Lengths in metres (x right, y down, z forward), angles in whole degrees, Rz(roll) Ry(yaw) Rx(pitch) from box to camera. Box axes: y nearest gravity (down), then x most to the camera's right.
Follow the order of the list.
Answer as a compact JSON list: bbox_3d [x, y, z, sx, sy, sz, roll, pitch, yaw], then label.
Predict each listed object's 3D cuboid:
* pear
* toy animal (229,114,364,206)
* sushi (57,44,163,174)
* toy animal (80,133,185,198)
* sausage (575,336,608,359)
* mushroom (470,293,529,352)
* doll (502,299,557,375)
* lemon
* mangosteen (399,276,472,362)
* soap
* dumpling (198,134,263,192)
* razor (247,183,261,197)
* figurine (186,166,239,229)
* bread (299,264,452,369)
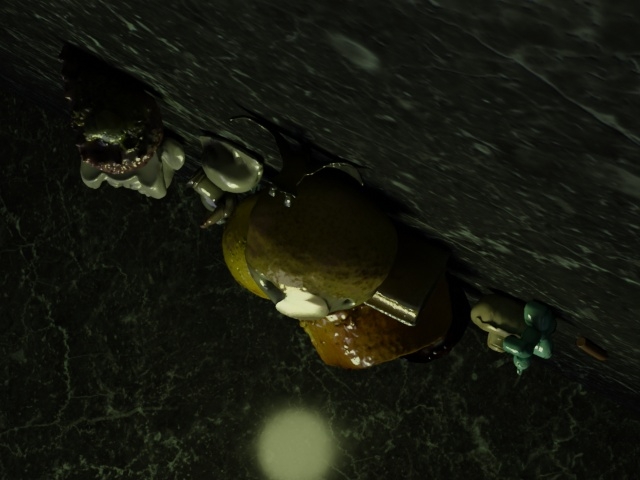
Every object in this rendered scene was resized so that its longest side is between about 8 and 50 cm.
[{"bbox_3d":[0.000,0.000,1.380,0.271,0.271,0.271,27,176,2],"label":"pear"},{"bbox_3d":[-0.048,-0.106,1.208,0.219,0.095,0.155,28,172,0],"label":"toy animal"},{"bbox_3d":[-0.378,-0.244,1.462,0.161,0.241,0.107,-10,-176,-3],"label":"sushi"},{"bbox_3d":[-0.451,-0.214,2.037,0.271,0.206,0.265,7,-175,12],"label":"toy animal"},{"bbox_3d":[0.624,0.250,1.823,0.116,0.026,0.026,30,176,-37],"label":"sausage"},{"bbox_3d":[0.405,0.186,1.771,0.154,0.123,0.154,20,177,1],"label":"mushroom"},{"bbox_3d":[0.438,0.196,1.627,0.059,0.159,0.159,22,152,35],"label":"doll"},{"bbox_3d":[-0.092,0.005,1.778,0.257,0.258,0.310,27,179,0],"label":"lemon"},{"bbox_3d":[0.229,0.174,2.010,0.287,0.233,0.287,16,-164,-5],"label":"mangosteen"},{"bbox_3d":[0.103,0.040,1.543,0.257,0.160,0.080,25,147,14],"label":"soap"},{"bbox_3d":[-0.195,-0.158,1.640,0.150,0.092,0.176,43,177,-17],"label":"dumpling"},{"bbox_3d":[-0.091,-0.072,2.148,0.231,0.106,0.068,19,179,-17],"label":"razor"},{"bbox_3d":[-0.217,-0.070,2.286,0.380,0.203,0.248,40,166,-14],"label":"figurine"},{"bbox_3d":[0.117,0.157,1.730,0.336,0.204,0.358,-15,180,-16],"label":"bread"}]
